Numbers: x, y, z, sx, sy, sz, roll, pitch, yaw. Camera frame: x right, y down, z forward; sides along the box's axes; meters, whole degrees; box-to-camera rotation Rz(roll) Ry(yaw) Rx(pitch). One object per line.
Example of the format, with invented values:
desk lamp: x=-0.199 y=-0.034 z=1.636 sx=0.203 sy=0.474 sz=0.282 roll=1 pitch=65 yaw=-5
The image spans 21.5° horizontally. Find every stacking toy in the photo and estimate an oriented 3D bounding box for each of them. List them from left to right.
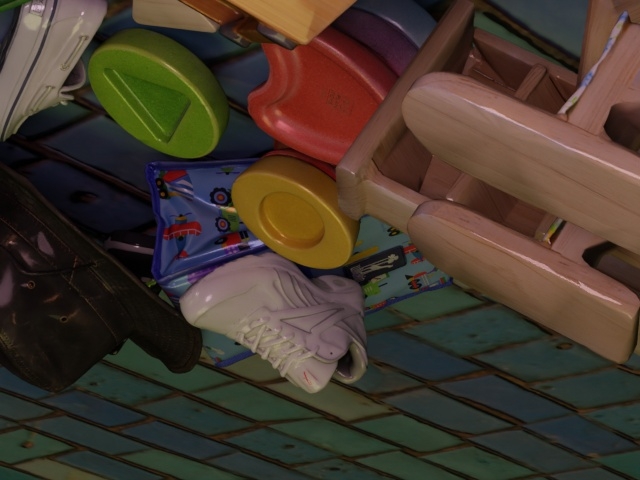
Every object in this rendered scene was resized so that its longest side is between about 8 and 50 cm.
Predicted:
stacking toy: x=-0.035 y=-0.144 z=1.412 sx=0.279 sy=0.130 sz=0.309 roll=34 pitch=150 yaw=0

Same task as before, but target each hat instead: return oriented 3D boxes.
hat: x=-0.280 y=0.059 z=1.652 sx=0.331 sy=0.134 sz=0.331 roll=33 pitch=160 yaw=13

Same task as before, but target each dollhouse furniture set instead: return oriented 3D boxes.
dollhouse furniture set: x=0.157 y=-0.124 z=1.045 sx=0.256 sy=0.362 sz=0.394 roll=27 pitch=156 yaw=17

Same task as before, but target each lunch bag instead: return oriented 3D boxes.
lunch bag: x=0.000 y=0.000 z=1.674 sx=0.293 sy=0.138 sz=0.221 roll=-12 pitch=151 yaw=8

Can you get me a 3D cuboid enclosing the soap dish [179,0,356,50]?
soap dish: x=-0.079 y=-0.210 z=1.016 sx=0.229 sy=0.118 sz=0.291 roll=29 pitch=-178 yaw=-12

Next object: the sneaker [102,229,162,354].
sneaker: x=-0.212 y=0.066 z=1.860 sx=0.084 sy=0.097 sz=0.234 roll=10 pitch=155 yaw=-12

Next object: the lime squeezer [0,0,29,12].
lime squeezer: x=-0.356 y=-0.186 z=1.379 sx=0.310 sy=0.059 sz=0.110 roll=-1 pitch=156 yaw=15

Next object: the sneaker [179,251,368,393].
sneaker: x=-0.029 y=0.084 z=1.565 sx=0.232 sy=0.115 sz=0.090 roll=11 pitch=141 yaw=-44

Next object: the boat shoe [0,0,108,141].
boat shoe: x=-0.237 y=-0.140 z=1.426 sx=0.076 sy=0.083 sz=0.226 roll=14 pitch=154 yaw=-16
